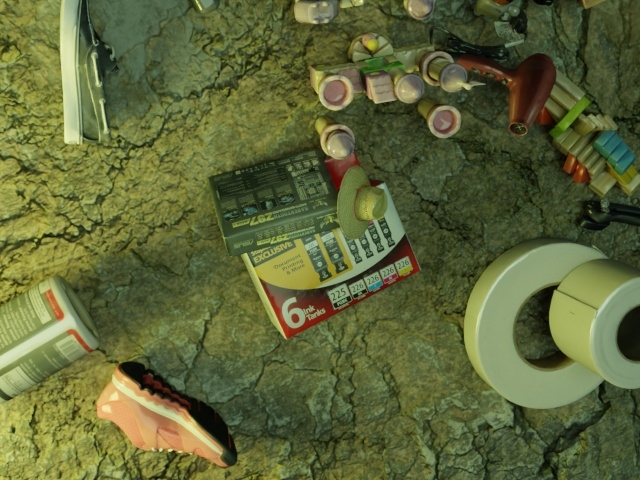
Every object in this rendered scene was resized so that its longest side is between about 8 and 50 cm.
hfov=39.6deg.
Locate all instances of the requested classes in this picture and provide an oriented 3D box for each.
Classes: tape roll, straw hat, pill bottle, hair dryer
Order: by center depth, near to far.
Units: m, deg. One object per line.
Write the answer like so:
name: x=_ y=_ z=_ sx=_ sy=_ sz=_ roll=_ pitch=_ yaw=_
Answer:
pill bottle: x=-0.570 y=0.200 z=1.645 sx=0.283 sy=0.161 sz=0.161 roll=-30 pitch=108 yaw=-8
straw hat: x=0.091 y=-0.069 z=1.650 sx=0.144 sy=0.061 sz=0.144 roll=-2 pitch=92 yaw=-59
hair dryer: x=0.358 y=-0.328 z=1.776 sx=0.224 sy=0.293 sz=0.080 roll=-17 pitch=151 yaw=-8
tape roll: x=0.639 y=0.174 z=1.900 sx=0.246 sy=0.169 sz=0.246 roll=-4 pitch=103 yaw=-16
tape roll: x=0.511 y=0.184 z=1.992 sx=0.392 sy=0.072 sz=0.392 roll=-3 pitch=102 yaw=-15

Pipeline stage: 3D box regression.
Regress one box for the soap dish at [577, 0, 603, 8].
soap dish: x=0.618 y=-0.638 z=1.824 sx=0.291 sy=0.118 sz=0.229 roll=-26 pitch=107 yaw=-9

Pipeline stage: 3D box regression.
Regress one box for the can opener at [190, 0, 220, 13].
can opener: x=-0.245 y=-0.560 z=1.621 sx=0.095 sy=0.076 sz=0.283 roll=-29 pitch=109 yaw=-7

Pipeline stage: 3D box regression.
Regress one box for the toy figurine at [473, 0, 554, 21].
toy figurine: x=0.380 y=-0.550 z=1.736 sx=0.210 sy=0.148 sz=0.213 roll=-19 pitch=89 yaw=-10

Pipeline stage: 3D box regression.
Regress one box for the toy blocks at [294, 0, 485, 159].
toy blocks: x=0.122 y=-0.313 z=1.645 sx=0.289 sy=0.260 sz=0.309 roll=-11 pitch=115 yaw=-7

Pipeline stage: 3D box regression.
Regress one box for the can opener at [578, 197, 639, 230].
can opener: x=0.670 y=-0.060 z=2.001 sx=0.186 sy=0.073 sz=0.059 roll=1 pitch=62 yaw=-19

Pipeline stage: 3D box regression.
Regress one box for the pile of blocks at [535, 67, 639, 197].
pile of blocks: x=0.559 y=-0.198 z=1.883 sx=0.362 sy=0.149 sz=0.112 roll=43 pitch=87 yaw=-20

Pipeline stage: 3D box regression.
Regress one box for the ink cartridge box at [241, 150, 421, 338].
ink cartridge box: x=0.000 y=0.000 z=1.779 sx=0.309 sy=0.130 sz=0.271 roll=-27 pitch=105 yaw=-9

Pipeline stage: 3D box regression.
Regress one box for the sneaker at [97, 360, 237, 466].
sneaker: x=-0.311 y=0.376 z=1.797 sx=0.314 sy=0.116 sz=0.136 roll=38 pitch=100 yaw=-13

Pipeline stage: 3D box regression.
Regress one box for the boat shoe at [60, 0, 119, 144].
boat shoe: x=-0.417 y=-0.323 z=1.608 sx=0.102 sy=0.108 sz=0.301 roll=-2 pitch=105 yaw=-15

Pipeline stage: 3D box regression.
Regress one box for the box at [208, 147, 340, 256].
box: x=-0.085 y=-0.075 z=1.700 sx=0.233 sy=0.183 sz=0.059 roll=-16 pitch=135 yaw=-6
